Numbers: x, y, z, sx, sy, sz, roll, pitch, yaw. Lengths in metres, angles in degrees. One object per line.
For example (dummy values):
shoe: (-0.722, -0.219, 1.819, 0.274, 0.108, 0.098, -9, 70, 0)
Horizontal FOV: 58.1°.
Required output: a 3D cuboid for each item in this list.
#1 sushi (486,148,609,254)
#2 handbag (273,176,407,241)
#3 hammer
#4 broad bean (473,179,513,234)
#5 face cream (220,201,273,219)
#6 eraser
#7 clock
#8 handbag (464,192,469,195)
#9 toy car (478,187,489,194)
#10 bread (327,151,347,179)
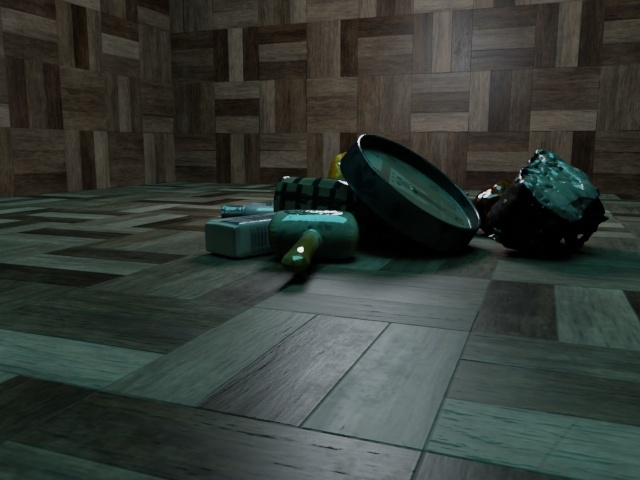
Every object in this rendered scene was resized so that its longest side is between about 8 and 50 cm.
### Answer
sushi: (0.548, -0.071, 1.398, 0.234, 0.208, 0.348, 41, 37, 16)
handbag: (0.091, -0.086, 1.588, 0.326, 0.163, 0.325, -1, 9, -42)
hammer: (-0.024, 0.011, 1.179, 0.201, 0.113, 0.305, -2, 14, 6)
broad bean: (0.518, -0.096, 1.656, 0.122, 0.156, 0.228, 11, 20, 40)
face cream: (-0.170, -0.087, 1.844, 0.290, 0.071, 0.144, 0, 9, -6)
eraser: (-0.130, -0.018, 1.392, 0.278, 0.081, 0.124, -9, 12, -44)
clock: (0.226, -0.124, 1.422, 0.386, 0.076, 0.386, 27, 28, -15)
handbag: (0.346, -0.086, 1.710, 0.204, 0.117, 0.179, -1, 9, -3)
toy car: (0.585, -0.122, 1.949, 0.139, 0.112, 0.112, 1, 9, 8)
bread: (0.126, -0.183, 1.940, 0.145, 0.269, 0.268, -8, 3, 35)
